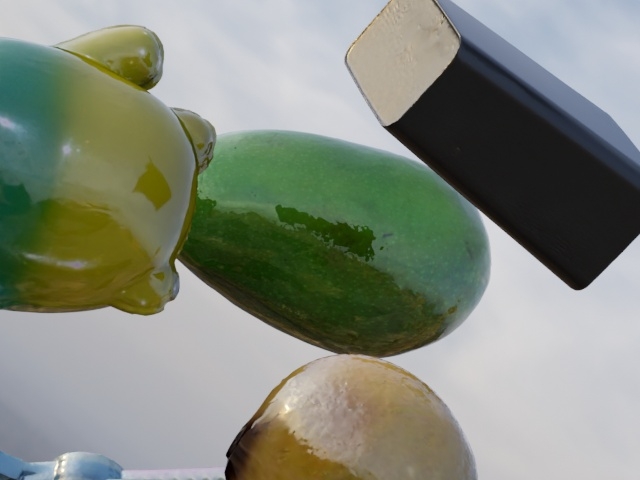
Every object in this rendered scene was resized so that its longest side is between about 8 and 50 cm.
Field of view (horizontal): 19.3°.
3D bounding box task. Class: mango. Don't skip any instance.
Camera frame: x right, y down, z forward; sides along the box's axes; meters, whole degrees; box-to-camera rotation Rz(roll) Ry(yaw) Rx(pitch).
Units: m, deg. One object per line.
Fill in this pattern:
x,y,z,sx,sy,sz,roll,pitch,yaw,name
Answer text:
0.000,0.000,1.922,0.381,0.225,0.201,14,-25,-22,mango

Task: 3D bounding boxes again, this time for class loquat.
0.018,0.141,1.074,0.137,0.163,0.163,1,25,-45,loquat

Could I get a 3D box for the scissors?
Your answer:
-0.155,0.162,1.217,0.256,0.030,0.125,-4,-44,10,scissors

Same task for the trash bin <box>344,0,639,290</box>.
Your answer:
0.141,-0.088,1.494,0.225,0.115,0.165,34,17,-28,trash bin

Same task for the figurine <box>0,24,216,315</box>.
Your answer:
-0.265,-0.064,1.616,0.340,0.324,0.231,15,-22,-12,figurine
